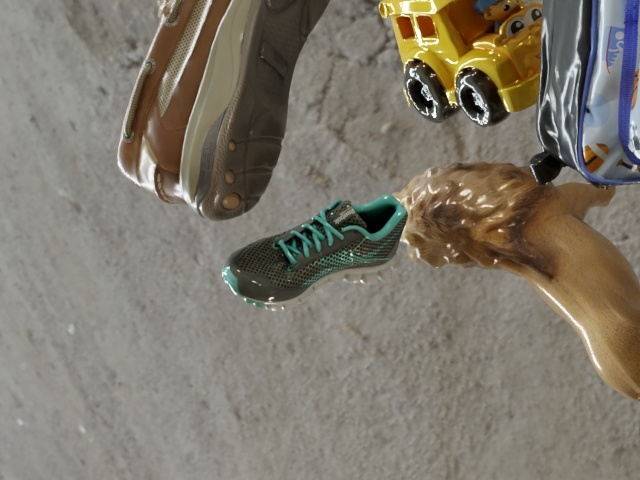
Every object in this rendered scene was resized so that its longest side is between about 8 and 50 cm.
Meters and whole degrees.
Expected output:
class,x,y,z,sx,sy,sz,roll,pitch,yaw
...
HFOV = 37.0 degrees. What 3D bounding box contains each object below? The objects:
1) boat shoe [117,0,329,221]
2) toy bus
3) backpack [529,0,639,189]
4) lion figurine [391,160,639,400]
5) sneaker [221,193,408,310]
class,x,y,z,sx,sy,sz,roll,pitch,yaw
boat shoe,-0.070,-0.179,0.717,0.116,0.325,0.123,13,167,22
toy bus,0.166,-0.247,1.031,0.220,0.149,0.212,23,141,61
backpack,0.311,-0.160,0.710,0.213,0.263,0.277,-117,25,-65
lion figurine,0.260,0.045,0.930,0.392,0.240,0.142,41,125,35
sneaker,0.000,0.000,0.730,0.065,0.166,0.076,51,137,28
